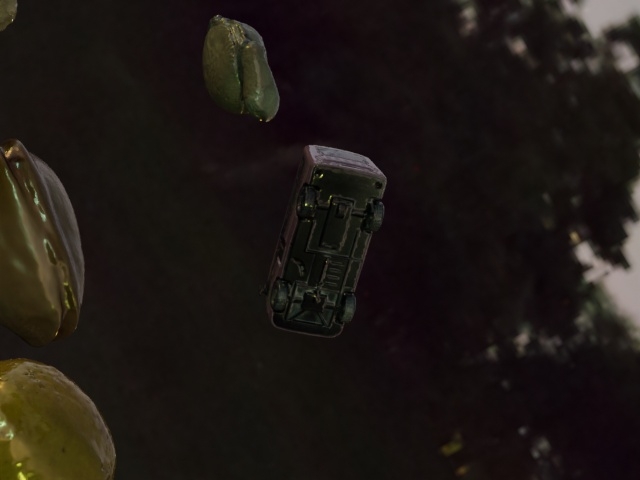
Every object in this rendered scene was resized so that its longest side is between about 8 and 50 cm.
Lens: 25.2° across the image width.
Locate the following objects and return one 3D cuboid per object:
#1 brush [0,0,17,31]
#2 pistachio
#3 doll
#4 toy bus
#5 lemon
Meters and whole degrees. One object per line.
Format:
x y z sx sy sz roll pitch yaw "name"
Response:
-0.433 -0.311 1.444 0.267 0.174 0.166 36 36 -41 "brush"
-0.373 0.014 1.738 0.213 0.163 0.260 -47 -121 56 "pistachio"
-0.098 -0.201 1.658 0.214 0.071 0.103 -126 -154 -60 "doll"
0.000 0.000 1.582 0.108 0.096 0.199 -114 -143 -66 "toy bus"
-0.423 0.309 2.052 0.310 0.258 0.258 48 4 -16 "lemon"
